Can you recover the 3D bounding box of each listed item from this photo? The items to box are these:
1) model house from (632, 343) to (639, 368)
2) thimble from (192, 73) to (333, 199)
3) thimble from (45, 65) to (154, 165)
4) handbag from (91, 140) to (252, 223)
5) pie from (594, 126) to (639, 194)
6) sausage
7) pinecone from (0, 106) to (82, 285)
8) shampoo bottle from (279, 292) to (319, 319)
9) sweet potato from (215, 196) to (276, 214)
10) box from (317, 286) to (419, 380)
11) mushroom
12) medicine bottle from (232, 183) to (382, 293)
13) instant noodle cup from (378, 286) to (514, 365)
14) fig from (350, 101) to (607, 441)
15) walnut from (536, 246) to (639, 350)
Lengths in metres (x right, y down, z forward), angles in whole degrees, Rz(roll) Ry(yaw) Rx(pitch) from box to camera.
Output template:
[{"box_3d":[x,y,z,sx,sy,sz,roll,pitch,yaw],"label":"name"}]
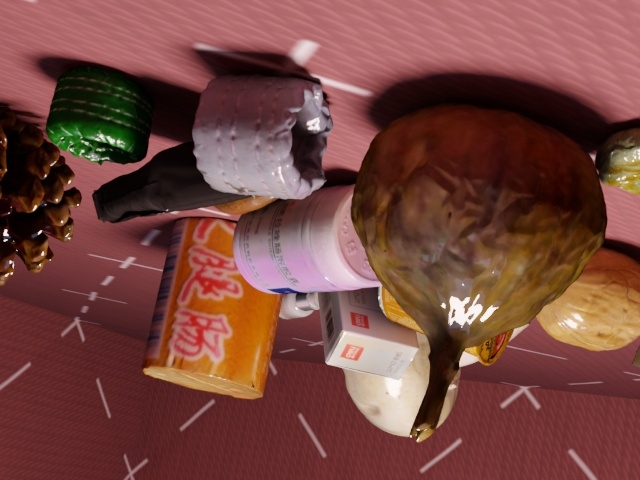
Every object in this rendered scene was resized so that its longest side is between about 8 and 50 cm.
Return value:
[{"box_3d":[0.536,0.121,1.732,0.248,0.176,0.181,22,174,23],"label":"model house"},{"box_3d":[-0.059,-0.112,1.168,0.117,0.127,0.151,7,172,18],"label":"thimble"},{"box_3d":[-0.258,-0.144,1.267,0.118,0.090,0.130,8,168,1],"label":"thimble"},{"box_3d":[-0.145,-0.083,1.343,0.246,0.080,0.223,-14,-176,-31],"label":"handbag"},{"box_3d":[0.390,-0.082,1.157,0.186,0.041,0.187,9,167,2],"label":"pie"},{"box_3d":[-0.186,0.121,1.936,0.233,0.287,0.233,10,163,3],"label":"sausage"},{"box_3d":[-0.449,-0.052,1.453,0.264,0.264,0.264,9,167,2],"label":"pinecone"},{"box_3d":[-0.040,0.131,2.349,0.074,0.074,0.192,15,165,-24],"label":"shampoo bottle"},{"box_3d":[-0.133,-0.067,1.590,0.202,0.058,0.055,1,-175,31],"label":"sweet potato"},{"box_3d":[0.071,0.095,1.720,0.135,0.269,0.079,15,126,-17],"label":"box"},{"box_3d":[0.162,0.165,1.919,0.315,0.356,0.315,20,-158,-9],"label":"mushroom"},{"box_3d":[0.000,0.000,1.559,0.152,0.152,0.254,18,165,-34],"label":"medicine bottle"},{"box_3d":[0.198,0.061,1.589,0.172,0.216,0.216,14,171,27],"label":"instant noodle cup"},{"box_3d":[0.144,0.038,1.167,0.286,0.369,0.286,20,167,5],"label":"fig"},{"box_3d":[0.411,0.086,1.619,0.197,0.165,0.165,18,165,-24],"label":"walnut"}]
